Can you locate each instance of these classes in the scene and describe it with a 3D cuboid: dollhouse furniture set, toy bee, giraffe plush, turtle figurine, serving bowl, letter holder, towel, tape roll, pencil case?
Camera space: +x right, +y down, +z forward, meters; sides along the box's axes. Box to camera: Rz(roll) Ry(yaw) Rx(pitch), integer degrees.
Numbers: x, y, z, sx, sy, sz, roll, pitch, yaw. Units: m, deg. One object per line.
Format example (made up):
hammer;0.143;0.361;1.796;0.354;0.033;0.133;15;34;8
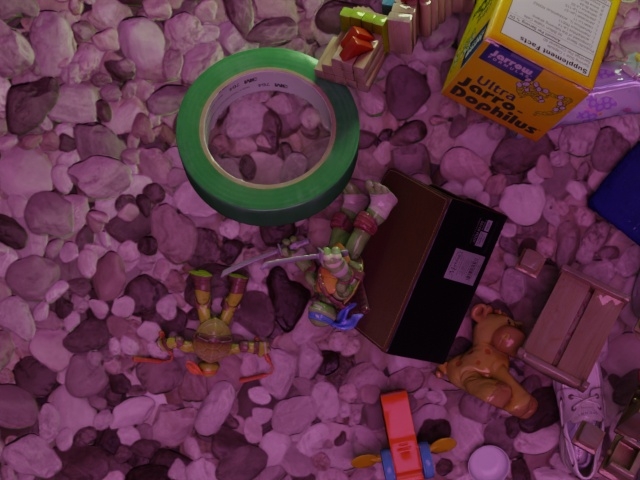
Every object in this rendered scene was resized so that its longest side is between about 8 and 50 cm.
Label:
dollhouse furniture set;0.461;0.239;1.885;0.355;0.174;0.303;29;72;12
toy bee;0.155;0.443;1.955;0.195;0.162;0.298;10;73;5
giraffe plush;0.331;0.219;1.923;0.210;0.181;0.170;24;87;29
turtle figurine;-0.216;0.168;1.914;0.270;0.087;0.217;6;99;-3
serving bowl;0.330;0.440;2.005;0.083;0.027;0.083;0;99;-2
letter holder;0.173;0.042;1.892;0.152;0.214;0.301;15;102;-36
towel;0.680;-0.112;1.885;0.308;0.076;0.227;-48;65;5
tape roll;-0.092;-0.185;1.797;0.321;0.077;0.321;0;69;1
pencil case;0.469;-0.263;1.854;0.273;0.124;0.113;-12;99;1
turtle figurine;0.000;0.000;1.814;0.275;0.198;0.266;28;73;4

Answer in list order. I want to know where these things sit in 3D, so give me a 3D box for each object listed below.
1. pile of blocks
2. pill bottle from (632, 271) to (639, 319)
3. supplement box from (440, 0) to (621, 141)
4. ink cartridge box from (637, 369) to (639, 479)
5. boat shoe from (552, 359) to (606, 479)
pile of blocks;0.136;-0.413;1.783;0.362;0.112;0.149;-38;61;-16
pill bottle;0.712;0.117;1.924;0.215;0.117;0.117;13;98;-4
supplement box;0.374;-0.386;1.722;0.194;0.195;0.356;26;66;-5
ink cartridge box;0.766;0.370;1.995;0.275;0.060;0.239;-3;100;-1
boat shoe;0.509;0.326;1.959;0.098;0.096;0.277;-7;98;1
